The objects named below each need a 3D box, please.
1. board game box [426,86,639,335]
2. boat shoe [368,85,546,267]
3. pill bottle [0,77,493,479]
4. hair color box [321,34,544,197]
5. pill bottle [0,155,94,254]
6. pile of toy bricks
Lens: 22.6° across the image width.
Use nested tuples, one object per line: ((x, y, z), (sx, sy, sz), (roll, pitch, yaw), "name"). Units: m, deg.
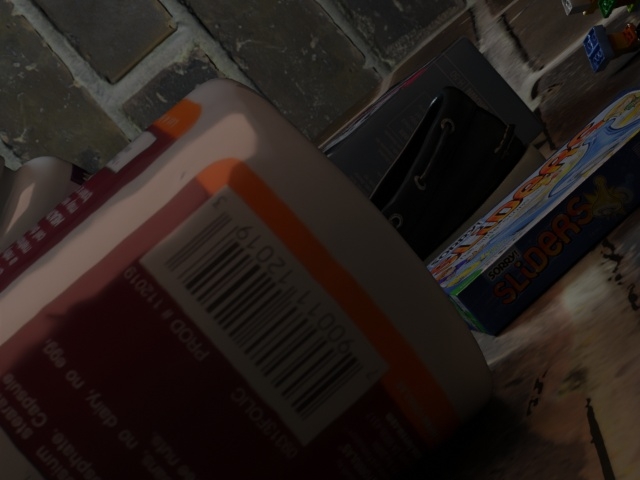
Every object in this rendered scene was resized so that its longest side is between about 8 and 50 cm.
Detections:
((0.152, -0.023, 1.002), (0.201, 0.035, 0.136), (-42, 7, -7), "board game box")
((0.020, 0.009, 1.199), (0.340, 0.113, 0.127), (-42, 6, -13), "boat shoe")
((-0.126, 0.123, 0.802), (0.392, 0.224, 0.224), (-41, 6, -6), "pill bottle")
((0.000, 0.000, 1.367), (0.374, 0.113, 0.185), (-44, 5, -19), "hair color box")
((-0.221, 0.026, 1.473), (0.169, 0.301, 0.169), (-53, 21, 29), "pill bottle")
((0.288, -0.216, 1.324), (0.105, 0.118, 0.212), (-14, -17, -12), "pile of toy bricks")
